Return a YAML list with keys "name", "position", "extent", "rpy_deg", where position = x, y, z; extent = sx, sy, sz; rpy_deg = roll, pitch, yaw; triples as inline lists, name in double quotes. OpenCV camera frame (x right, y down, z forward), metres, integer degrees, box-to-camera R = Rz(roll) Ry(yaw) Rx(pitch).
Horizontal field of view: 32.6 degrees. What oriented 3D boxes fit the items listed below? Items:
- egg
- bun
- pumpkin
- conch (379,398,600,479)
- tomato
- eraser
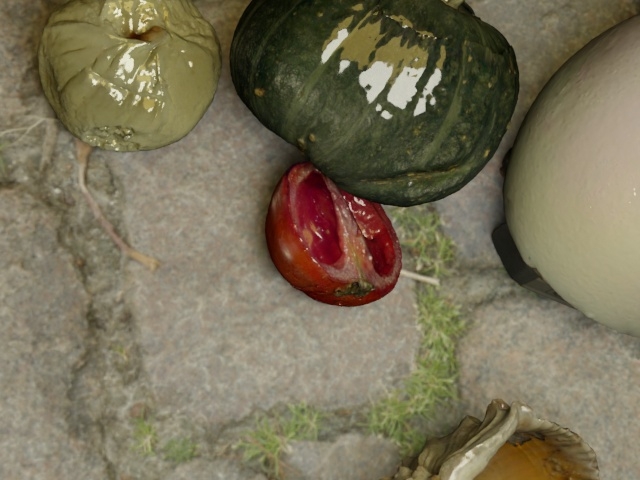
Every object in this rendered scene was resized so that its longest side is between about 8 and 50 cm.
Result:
- name: "egg"
  position: [0.416, -0.109, 1.218]
  extent: [0.355, 0.339, 0.354]
  rpy_deg: [9, 52, -12]
- name: "bun"
  position: [-0.219, -0.215, 1.289]
  extent: [0.221, 0.134, 0.220]
  rpy_deg: [3, 73, -11]
- name: "pumpkin"
  position: [0.068, -0.198, 1.268]
  extent: [0.328, 0.291, 0.257]
  rpy_deg: [33, 111, -15]
- name: "conch"
  position: [0.163, 0.314, 1.206]
  extent: [0.352, 0.210, 0.297]
  rpy_deg: [34, 86, -43]
- name: "tomato"
  position: [0.000, 0.000, 1.301]
  extent: [0.189, 0.099, 0.173]
  rpy_deg: [16, 51, -46]
- name: "eraser"
  position: [0.373, 0.069, 1.348]
  extent: [0.352, 0.089, 0.061]
  rpy_deg: [22, 77, -3]
